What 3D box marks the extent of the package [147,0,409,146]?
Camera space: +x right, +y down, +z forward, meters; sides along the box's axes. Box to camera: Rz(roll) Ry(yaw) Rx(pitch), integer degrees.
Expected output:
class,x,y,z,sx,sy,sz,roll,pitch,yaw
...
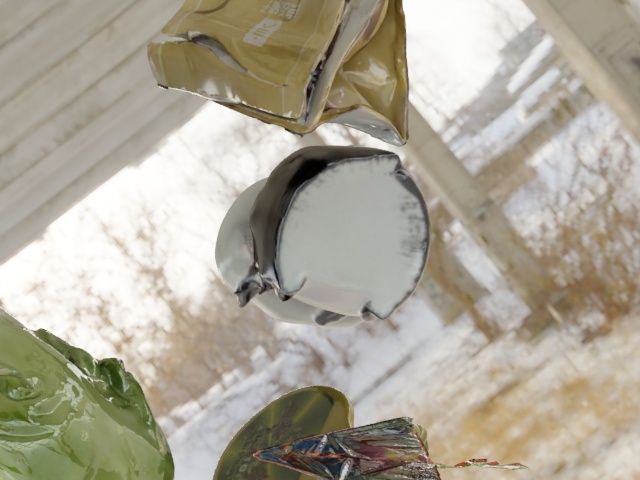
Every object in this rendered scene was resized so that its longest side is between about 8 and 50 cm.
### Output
class,x,y,z,sx,sy,sz,roll,pitch,yaw
package,-0.057,-0.215,1.313,0.165,0.221,0.311,-18,25,-28

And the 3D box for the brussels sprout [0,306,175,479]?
class,x,y,z,sx,sy,sz,roll,pitch,yaw
brussels sprout,-0.303,0.226,1.282,0.328,0.328,0.247,-42,11,43

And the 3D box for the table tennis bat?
class,x,y,z,sx,sy,sz,roll,pitch,yaw
table tennis bat,-0.005,0.243,1.367,0.321,0.050,0.198,-14,36,44

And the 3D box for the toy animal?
class,x,y,z,sx,sy,sz,roll,pitch,yaw
toy animal,0.000,0.000,1.545,0.251,0.251,0.310,-38,11,-17

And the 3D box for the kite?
class,x,y,z,sx,sy,sz,roll,pitch,yaw
kite,0.041,0.126,0.672,0.159,0.010,0.190,3,9,-4
